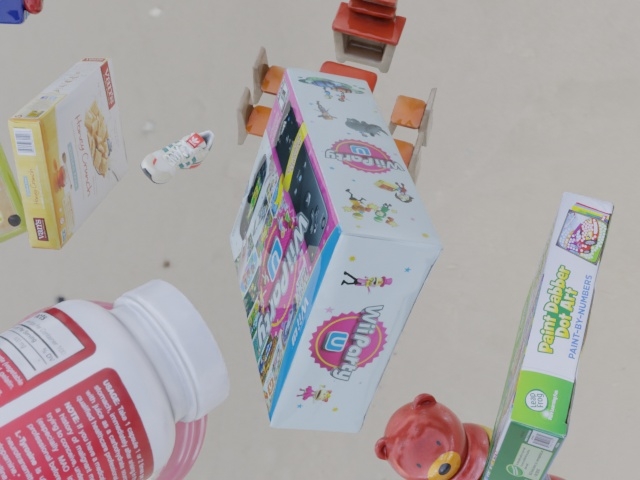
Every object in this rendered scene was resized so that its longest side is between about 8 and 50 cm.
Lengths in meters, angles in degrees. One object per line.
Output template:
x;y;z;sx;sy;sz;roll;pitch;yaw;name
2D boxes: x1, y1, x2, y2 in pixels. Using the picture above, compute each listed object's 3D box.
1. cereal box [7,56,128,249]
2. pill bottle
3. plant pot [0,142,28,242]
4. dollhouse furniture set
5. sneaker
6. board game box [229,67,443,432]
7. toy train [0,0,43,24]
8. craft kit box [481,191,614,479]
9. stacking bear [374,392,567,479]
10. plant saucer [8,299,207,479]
-0.317;-0.119;1.308;0.047;0.240;0.173;3;119;11;cereal box
-0.314;0.210;1.133;0.229;0.407;0.229;38;144;34;pill bottle
-0.546;-0.080;1.432;0.207;0.228;0.227;28;137;57;plant pot
0.037;-0.225;1.422;0.261;0.135;0.259;15;62;7;dollhouse furniture set
-0.236;-0.149;1.701;0.057;0.161;0.075;48;123;7;sneaker
0.000;0.000;0.995;0.303;0.097;0.224;-109;33;-52;board game box
-0.392;-0.393;1.260;0.105;0.143;0.248;1;99;-8;toy train
0.218;0.121;1.002;0.060;0.250;0.247;17;59;11;craft kit box
0.200;0.316;1.351;0.175;0.289;0.164;-46;25;9;stacking bear
-0.329;0.253;1.439;0.332;0.084;0.332;0;105;0;plant saucer
